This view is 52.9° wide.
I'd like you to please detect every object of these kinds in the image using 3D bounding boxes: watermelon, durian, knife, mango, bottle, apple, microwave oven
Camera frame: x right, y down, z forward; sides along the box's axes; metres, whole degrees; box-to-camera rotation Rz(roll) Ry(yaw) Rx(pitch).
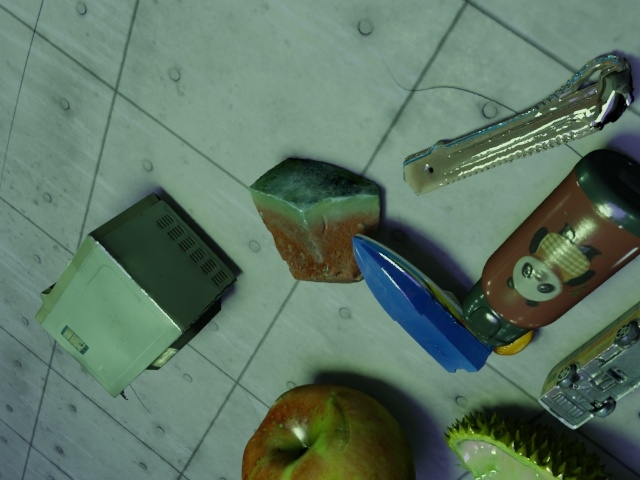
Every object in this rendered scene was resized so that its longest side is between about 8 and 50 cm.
[{"bbox_3d":[0.000,0.000,1.132,0.193,0.140,0.256,19,134,30],"label":"watermelon"},{"bbox_3d":[0.354,0.397,1.085,0.352,0.158,0.169,22,100,45],"label":"durian"},{"bbox_3d":[0.268,-0.150,0.920,0.365,0.043,0.089,-22,72,40],"label":"knife"},{"bbox_3d":[0.319,0.157,1.069,0.060,0.046,0.089,39,128,5],"label":"mango"},{"bbox_3d":[0.334,0.034,0.927,0.144,0.144,0.336,37,132,6],"label":"bottle"},{"bbox_3d":[0.022,0.459,1.250,0.340,0.339,0.339,15,124,23],"label":"apple"},{"bbox_3d":[-0.383,0.117,1.348,0.286,0.218,0.355,45,130,-3],"label":"microwave oven"}]

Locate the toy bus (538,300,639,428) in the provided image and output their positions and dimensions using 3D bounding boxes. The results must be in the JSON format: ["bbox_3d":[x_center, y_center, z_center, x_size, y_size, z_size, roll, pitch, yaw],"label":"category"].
[{"bbox_3d":[0.448,0.176,0.967,0.092,0.106,0.268,39,128,4],"label":"toy bus"}]

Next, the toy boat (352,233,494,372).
[{"bbox_3d":[0.160,0.094,1.077,0.295,0.088,0.129,44,155,-9],"label":"toy boat"}]
